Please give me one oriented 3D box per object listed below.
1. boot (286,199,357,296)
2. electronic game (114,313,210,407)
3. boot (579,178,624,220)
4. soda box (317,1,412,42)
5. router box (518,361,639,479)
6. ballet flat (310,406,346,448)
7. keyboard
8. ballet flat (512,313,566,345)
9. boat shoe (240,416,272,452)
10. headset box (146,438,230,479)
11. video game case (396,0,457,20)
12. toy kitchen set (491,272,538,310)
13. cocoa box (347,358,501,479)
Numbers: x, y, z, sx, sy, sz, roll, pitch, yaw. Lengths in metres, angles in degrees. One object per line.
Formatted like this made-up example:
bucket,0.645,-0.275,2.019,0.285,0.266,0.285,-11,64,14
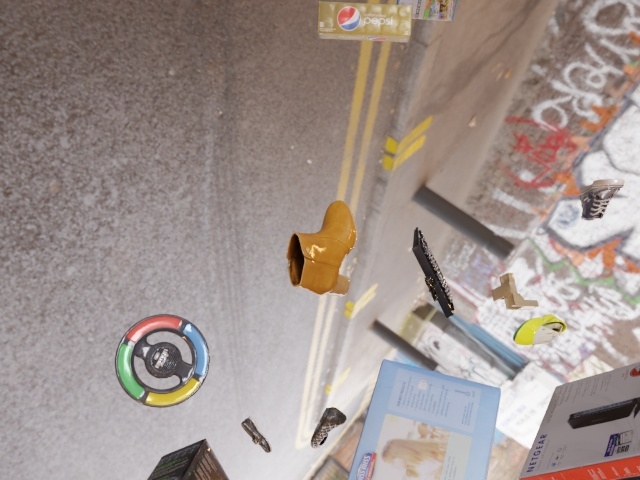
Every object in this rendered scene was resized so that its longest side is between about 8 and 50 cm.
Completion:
boot,-0.001,0.001,1.650,0.211,0.104,0.294,24,60,-48
electronic game,-0.387,0.296,1.523,0.229,0.229,0.048,-46,-174,-23
boot,0.682,-0.097,1.495,0.190,0.069,0.085,32,59,-82
soda box,0.087,-0.429,1.214,0.058,0.182,0.061,-69,163,-83
router box,0.596,0.384,1.260,0.301,0.082,0.335,-32,-177,39
ballet flat,0.013,0.412,1.328,0.057,0.049,0.173,-60,172,-39
keyboard,0.223,0.069,1.207,0.023,0.180,0.108,-19,-152,23
ballet flat,0.630,0.256,1.748,0.231,0.077,0.077,-7,114,-47
boat shoe,-0.193,0.593,1.864,0.038,0.125,0.046,-29,171,-38
headset box,-0.275,0.604,1.317,0.131,0.246,0.283,-26,-171,12
video game case,0.284,-0.645,1.627,0.167,0.015,0.119,-2,124,-15
toy kitchen set,0.467,0.129,1.493,0.075,0.083,0.068,5,155,-25
cocoa box,0.179,0.435,1.128,0.227,0.232,0.347,80,27,-54
